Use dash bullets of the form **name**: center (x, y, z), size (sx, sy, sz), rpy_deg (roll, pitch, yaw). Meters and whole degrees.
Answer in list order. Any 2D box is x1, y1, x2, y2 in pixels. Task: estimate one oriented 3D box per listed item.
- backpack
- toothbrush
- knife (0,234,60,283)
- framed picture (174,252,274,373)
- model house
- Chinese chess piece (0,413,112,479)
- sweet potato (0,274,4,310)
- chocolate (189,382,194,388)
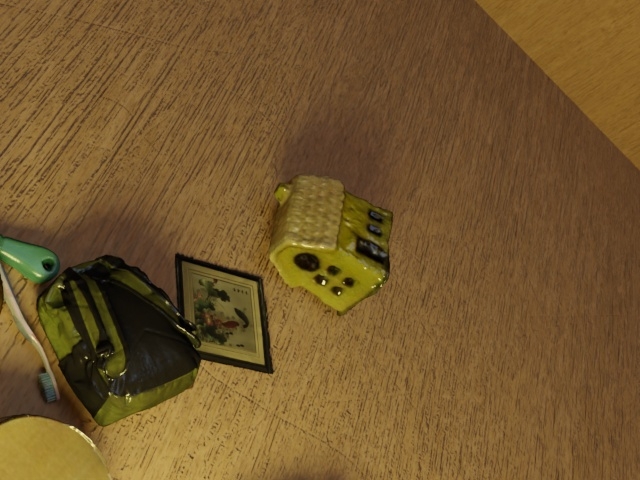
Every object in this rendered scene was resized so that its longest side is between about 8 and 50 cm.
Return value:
- **backpack**: center (-0.308, 0.139, 1.540), size (0.207, 0.140, 0.253), rpy_deg (-21, 70, -49)
- **toothbrush**: center (-0.439, 0.112, 1.499), size (0.027, 0.021, 0.269), rpy_deg (-19, 84, -49)
- **knife**: center (-0.512, 0.002, 1.518), size (0.260, 0.035, 0.063), rpy_deg (25, 60, -24)
- **framed picture**: center (-0.169, 0.127, 1.797), size (0.195, 0.010, 0.199), rpy_deg (18, 52, -38)
- **model house**: center (0.000, 0.000, 1.961), size (0.234, 0.175, 0.193), rpy_deg (26, 47, -19)
- **Chinese chess piece**: center (-0.387, 0.351, 1.340), size (0.250, 0.103, 0.249), rpy_deg (27, 47, -33)
- **sweet potato**: center (-0.491, 0.068, 1.313), size (0.158, 0.370, 0.157), rpy_deg (0, 88, -13)
- **chocolate**: center (-0.237, 0.203, 1.657), size (0.101, 0.031, 0.064), rpy_deg (30, 50, -31)
